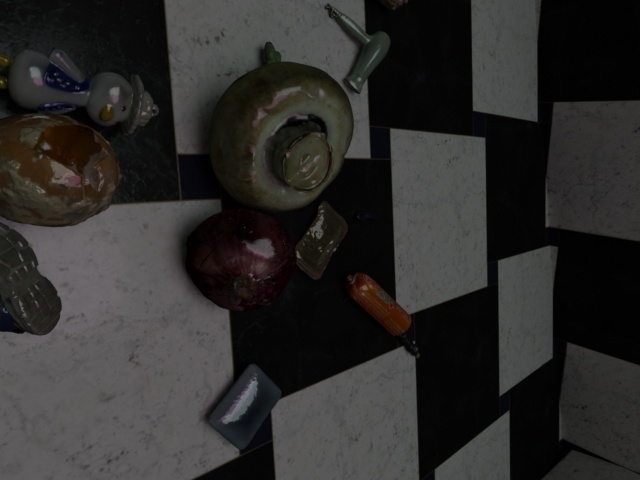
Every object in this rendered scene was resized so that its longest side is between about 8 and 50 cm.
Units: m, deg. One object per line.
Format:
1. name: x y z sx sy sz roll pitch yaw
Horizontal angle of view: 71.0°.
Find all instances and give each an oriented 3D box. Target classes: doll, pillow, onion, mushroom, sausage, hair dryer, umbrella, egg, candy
1. doll: -0.438 -0.268 0.814 0.293 0.119 0.138 5 132 -42
2. pillow: 0.001 0.002 1.290 0.135 0.034 0.211 44 65 -37
3. onion: -0.178 0.038 1.029 0.252 0.219 0.252 -4 118 -8
4. mushroom: -0.082 -0.228 1.023 0.352 0.260 0.352 -16 125 -24
5. sausage: 0.175 0.192 1.421 0.312 0.093 0.093 44 63 -35
6. hair dryer: 0.087 -0.589 1.328 0.237 0.075 0.206 40 72 -28
7. umbrella: 0.318 0.373 1.599 0.144 0.040 0.037 51 51 -34
8. egg: -0.460 -0.116 0.748 0.233 0.195 0.194 12 84 -21
9. candy: -0.184 0.410 1.114 0.174 0.071 0.138 -52 123 -29
10. doll: -0.126 -0.418 1.134 0.115 0.078 0.150 55 35 -75

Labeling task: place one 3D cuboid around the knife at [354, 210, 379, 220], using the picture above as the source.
1. knife: 0.153 -0.075 1.435 0.121 0.018 0.031 5 82 -43

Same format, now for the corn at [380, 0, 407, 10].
1. corn: 0.148 -0.808 1.330 0.335 0.127 0.126 18 80 -48

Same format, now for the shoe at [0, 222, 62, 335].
1. shoe: -0.543 0.069 0.750 0.099 0.126 0.227 -73 149 -58
